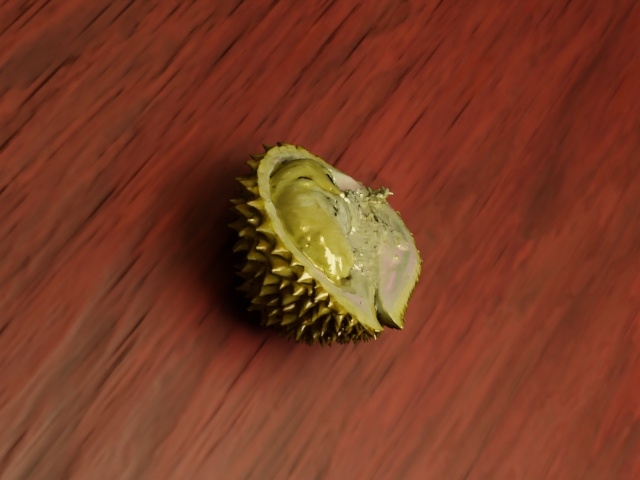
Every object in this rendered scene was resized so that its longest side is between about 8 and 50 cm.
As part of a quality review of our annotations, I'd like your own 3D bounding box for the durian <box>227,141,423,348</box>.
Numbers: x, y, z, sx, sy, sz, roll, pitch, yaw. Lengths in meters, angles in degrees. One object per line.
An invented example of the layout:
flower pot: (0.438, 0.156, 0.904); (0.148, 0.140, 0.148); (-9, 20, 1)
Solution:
durian: (0.000, 0.000, 1.154); (0.146, 0.102, 0.208); (48, 28, -2)
